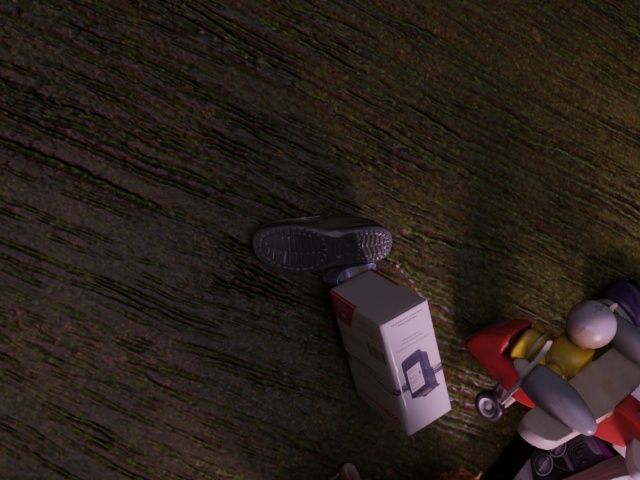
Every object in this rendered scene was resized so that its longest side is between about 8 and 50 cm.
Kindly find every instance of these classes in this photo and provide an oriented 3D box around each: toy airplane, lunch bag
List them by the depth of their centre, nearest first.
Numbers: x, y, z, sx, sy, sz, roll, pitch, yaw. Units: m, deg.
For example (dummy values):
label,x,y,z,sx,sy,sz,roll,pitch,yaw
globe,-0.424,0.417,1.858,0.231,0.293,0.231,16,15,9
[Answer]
label,x,y,z,sx,sy,sz,roll,pitch,yaw
toy airplane,0.482,0.244,1.504,0.384,0.386,0.273,5,110,-6
lunch bag,0.053,0.069,1.546,0.083,0.071,0.053,-9,94,-24

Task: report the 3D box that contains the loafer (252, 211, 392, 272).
label,x,y,z,sx,sy,sz,roll,pitch,yaw
loafer,0.000,0.000,1.532,0.251,0.087,0.095,1,113,-10

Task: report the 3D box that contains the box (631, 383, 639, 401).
label,x,y,z,sx,sy,sz,roll,pitch,yaw
box,0.609,0.313,1.709,0.126,0.137,0.072,-36,101,-18

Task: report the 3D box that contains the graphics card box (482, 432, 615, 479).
label,x,y,z,sx,sy,sz,roll,pitch,yaw
graphics card box,0.516,0.527,1.689,0.371,0.094,0.233,47,74,-12

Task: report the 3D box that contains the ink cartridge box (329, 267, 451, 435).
label,x,y,z,sx,sy,sz,roll,pitch,yaw
ink cartridge box,0.122,0.193,1.477,0.100,0.172,0.237,-26,118,-21

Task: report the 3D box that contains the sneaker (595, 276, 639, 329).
label,x,y,z,sx,sy,sz,roll,pitch,yaw
sneaker,0.692,0.203,1.767,0.124,0.107,0.283,-41,102,-23

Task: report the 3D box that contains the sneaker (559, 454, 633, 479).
label,x,y,z,sx,sy,sz,roll,pitch,yaw
sneaker,0.573,0.515,1.612,0.292,0.108,0.169,-16,95,-11

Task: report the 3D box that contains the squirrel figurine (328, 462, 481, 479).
label,x,y,z,sx,sy,sz,roll,pitch,yaw
squirrel figurine,0.160,0.521,1.443,0.396,0.370,0.281,14,81,-44
